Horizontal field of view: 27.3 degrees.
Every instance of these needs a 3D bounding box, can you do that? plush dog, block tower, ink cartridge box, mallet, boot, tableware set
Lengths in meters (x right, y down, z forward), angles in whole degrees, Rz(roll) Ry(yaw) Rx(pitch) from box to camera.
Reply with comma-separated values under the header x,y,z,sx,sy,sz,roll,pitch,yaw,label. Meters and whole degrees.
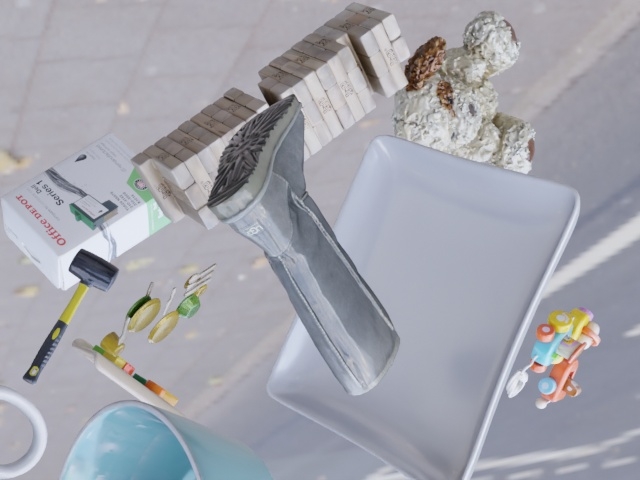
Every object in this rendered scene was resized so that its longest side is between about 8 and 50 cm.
x,y,z,sx,sy,sz,roll,pitch,yaw,label
0.183,-0.197,1.965,0.211,0.262,0.225,-3,-168,33,plush dog
-0.049,-0.143,1.522,0.335,0.091,0.097,-37,-148,-14,block tower
-0.368,-0.048,2.075,0.219,0.160,0.092,-36,153,-28,ink cartridge box
-0.320,0.104,1.701,0.062,0.189,0.039,22,160,-6,mallet
-0.001,0.000,1.106,0.076,0.189,0.208,-28,116,34,boot
-0.182,0.080,1.465,0.154,0.024,0.104,-34,158,-43,tableware set

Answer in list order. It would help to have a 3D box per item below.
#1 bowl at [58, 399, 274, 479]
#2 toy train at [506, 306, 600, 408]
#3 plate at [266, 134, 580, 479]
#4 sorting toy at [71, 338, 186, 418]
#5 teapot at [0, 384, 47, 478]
x,y,z,sx,sy,sz,roll,pitch,yaw,label
-0.151,0.335,1.467,0.163,0.311,0.312,7,155,-42,bowl
0.258,0.133,1.405,0.046,0.125,0.166,28,-172,25,toy train
0.092,0.059,1.180,0.045,0.278,0.277,23,179,-39,plate
-0.322,0.232,2.233,0.193,0.038,0.208,39,171,-19,sorting toy
-0.367,0.304,1.280,0.187,0.252,0.256,8,143,-31,teapot
